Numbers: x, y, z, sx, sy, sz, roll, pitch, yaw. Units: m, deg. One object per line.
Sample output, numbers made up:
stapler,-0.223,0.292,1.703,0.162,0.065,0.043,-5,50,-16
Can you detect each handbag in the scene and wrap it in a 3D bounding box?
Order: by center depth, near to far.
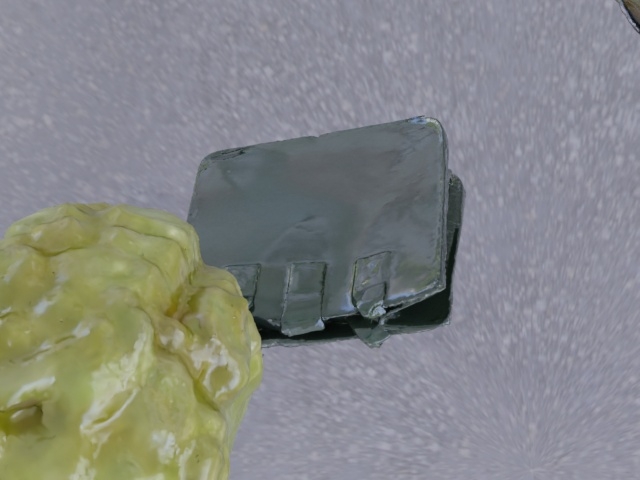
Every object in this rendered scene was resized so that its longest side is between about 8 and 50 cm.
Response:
handbag,0.001,0.001,1.312,0.247,0.079,0.260,-7,37,13

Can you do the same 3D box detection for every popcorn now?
popcorn,-0.132,0.098,0.630,0.195,0.255,0.256,40,109,14

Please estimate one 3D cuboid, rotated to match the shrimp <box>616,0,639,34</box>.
shrimp,0.262,-0.225,1.249,0.254,0.145,0.059,43,86,17
